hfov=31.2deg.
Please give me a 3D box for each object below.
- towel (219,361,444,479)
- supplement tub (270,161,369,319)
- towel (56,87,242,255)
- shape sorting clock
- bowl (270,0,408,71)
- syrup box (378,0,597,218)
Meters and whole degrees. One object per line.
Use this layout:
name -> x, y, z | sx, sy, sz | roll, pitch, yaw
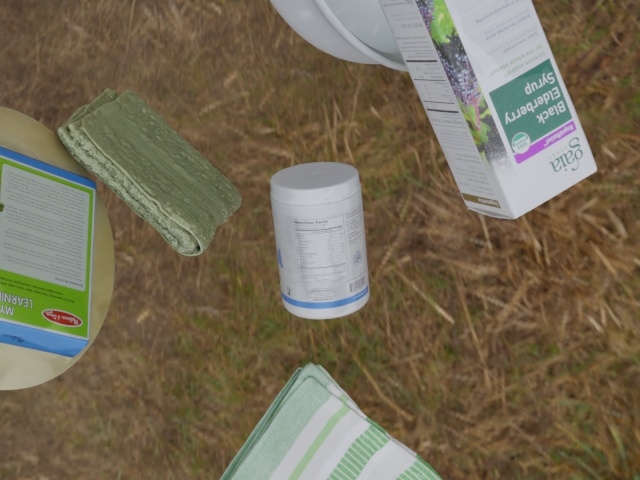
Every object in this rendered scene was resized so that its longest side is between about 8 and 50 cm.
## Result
towel -> 0.028, 0.339, 1.427 | 0.325, 0.038, 0.248 | 43, 70, -23
supplement tub -> 0.000, 0.000, 0.880 | 0.071, 0.071, 0.107 | -7, 110, -3
towel -> -0.134, -0.057, 0.910 | 0.148, 0.110, 0.027 | 41, 120, -5
shape sorting clock -> -0.229, 0.004, 0.818 | 0.040, 0.206, 0.206 | -16, 121, 35
bowl -> 0.023, -0.296, 1.107 | 0.134, 0.298, 0.298 | -10, 125, 44
syrup box -> 0.140, -0.144, 0.984 | 0.093, 0.096, 0.237 | -30, 106, -14
